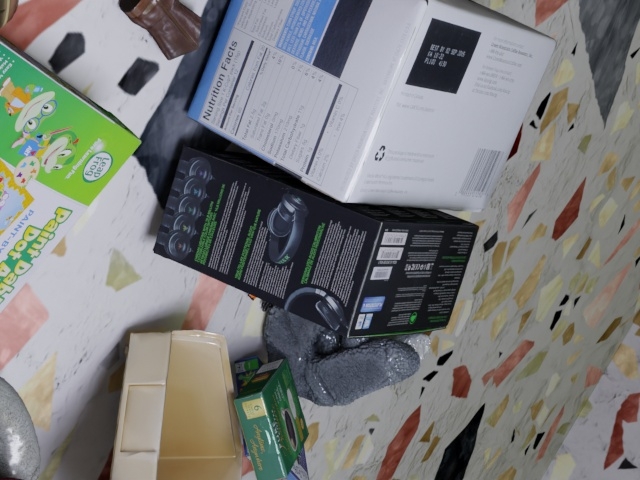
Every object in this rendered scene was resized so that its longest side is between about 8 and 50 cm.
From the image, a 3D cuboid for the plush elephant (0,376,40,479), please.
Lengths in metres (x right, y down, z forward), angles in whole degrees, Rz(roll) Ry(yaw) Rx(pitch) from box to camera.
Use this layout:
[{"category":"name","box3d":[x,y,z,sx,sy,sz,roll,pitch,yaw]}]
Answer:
[{"category":"plush elephant","box3d":[-0.328,0.284,1.344,0.272,0.255,0.330,-54,152,-11]}]

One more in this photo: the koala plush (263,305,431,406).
[{"category":"koala plush","box3d":[0.051,0.111,1.892,0.203,0.196,0.221,-39,173,38]}]

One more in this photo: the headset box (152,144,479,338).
[{"category":"headset box","box3d":[-0.010,-0.005,1.566,0.246,0.283,0.131,1,108,-61]}]

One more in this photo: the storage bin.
[{"category":"storage bin","box3d":[-0.164,0.278,1.609,0.260,0.123,0.262,87,3,-47]}]

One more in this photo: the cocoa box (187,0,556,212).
[{"category":"cocoa box","box3d":[0.065,-0.183,1.567,0.347,0.228,0.231,0,116,-59]}]

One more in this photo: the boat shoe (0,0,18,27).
[{"category":"boat shoe","box3d":[-0.262,-0.253,1.138,0.060,0.064,0.178,-41,150,-38]}]

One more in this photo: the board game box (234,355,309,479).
[{"category":"board game box","box3d":[-0.063,0.258,1.902,0.035,0.136,0.201,-14,150,9]}]

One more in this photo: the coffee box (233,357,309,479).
[{"category":"coffee box","box3d":[-0.059,0.222,1.754,0.184,0.040,0.113,-52,127,-77]}]

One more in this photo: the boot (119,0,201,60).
[{"category":"boot","box3d":[-0.137,-0.238,1.387,0.106,0.037,0.114,-46,149,2]}]

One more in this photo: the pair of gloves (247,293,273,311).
[{"category":"pair of gloves","box3d":[-0.064,0.052,1.820,0.074,0.010,0.083,-56,155,-10]}]

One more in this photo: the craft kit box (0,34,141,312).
[{"category":"craft kit box","box3d":[-0.308,-0.047,1.238,0.250,0.061,0.246,-51,155,2]}]
